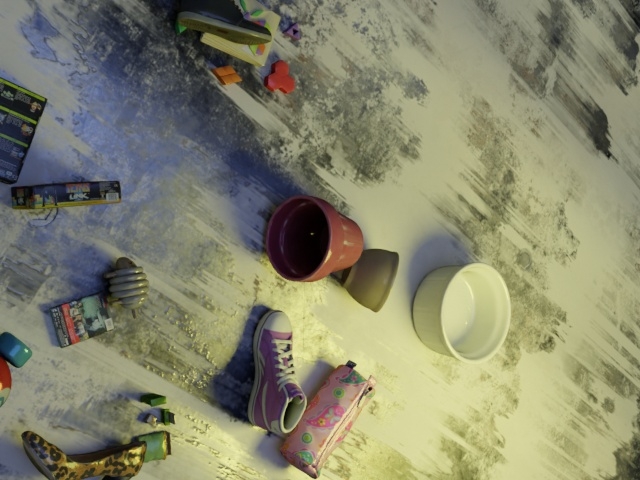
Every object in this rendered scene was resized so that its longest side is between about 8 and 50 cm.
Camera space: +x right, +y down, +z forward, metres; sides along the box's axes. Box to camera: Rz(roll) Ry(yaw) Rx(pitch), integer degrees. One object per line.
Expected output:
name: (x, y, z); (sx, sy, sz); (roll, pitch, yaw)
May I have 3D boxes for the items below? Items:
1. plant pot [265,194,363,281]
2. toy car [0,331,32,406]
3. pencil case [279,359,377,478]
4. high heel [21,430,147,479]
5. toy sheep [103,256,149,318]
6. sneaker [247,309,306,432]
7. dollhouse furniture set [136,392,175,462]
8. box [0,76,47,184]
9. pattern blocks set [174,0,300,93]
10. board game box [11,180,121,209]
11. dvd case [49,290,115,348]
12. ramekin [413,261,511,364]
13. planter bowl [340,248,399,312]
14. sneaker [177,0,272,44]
plant pot: (0.000, 0.000, 1.947); (0.180, 0.201, 0.201); (6, 87, -52)
toy car: (-0.623, 0.240, 1.443); (0.210, 0.238, 0.219); (49, 64, -26)
pencil case: (0.022, 0.437, 2.001); (0.284, 0.124, 0.124); (-51, 118, -24)
high heel: (-0.471, 0.416, 1.647); (0.186, 0.093, 0.261); (-46, 127, -25)
toy sheep: (-0.400, 0.099, 1.704); (0.091, 0.091, 0.132); (-12, 94, -36)
sneaker: (-0.080, 0.305, 1.898); (0.102, 0.161, 0.282); (6, 86, -35)
dollhouse furniture set: (-0.351, 0.408, 1.758); (0.076, 0.059, 0.151); (-5, 93, -36)
box: (-0.640, -0.224, 1.547); (0.191, 0.045, 0.184); (23, 75, -34)
pattern blocks set: (-0.183, -0.496, 1.895); (0.325, 0.026, 0.285); (7, 86, -36)
board game box: (-0.496, -0.089, 1.593); (0.170, 0.141, 0.048); (-7, 97, -37)
dvd case: (-0.489, 0.162, 1.682); (0.119, 0.013, 0.087); (-19, 102, -34)
ramekin: (0.385, 0.195, 2.258); (0.277, 0.135, 0.277); (-1, 92, -37)
planter bowl: (0.117, 0.087, 2.058); (0.109, 0.162, 0.162); (21, 77, -8)
sneaker: (-0.201, -0.513, 1.811); (0.222, 0.083, 0.118); (11, 83, -31)
